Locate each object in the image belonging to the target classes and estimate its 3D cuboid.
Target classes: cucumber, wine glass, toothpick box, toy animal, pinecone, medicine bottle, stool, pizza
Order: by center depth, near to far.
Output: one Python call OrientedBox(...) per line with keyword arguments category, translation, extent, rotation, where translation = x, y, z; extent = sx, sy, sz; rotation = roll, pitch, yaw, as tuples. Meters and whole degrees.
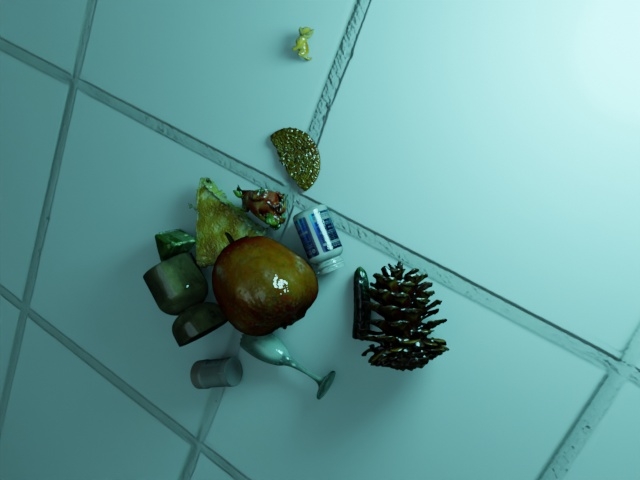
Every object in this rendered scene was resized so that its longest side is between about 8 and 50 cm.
OrientedBox(category="pinecone", translation=(0.210, 0.198, 1.411), extent=(0.246, 0.246, 0.292), rotation=(-13, 72, 28))
OrientedBox(category="toy animal", translation=(-0.038, -0.563, 1.513), extent=(0.081, 0.060, 0.083), rotation=(39, 112, -10))
OrientedBox(category="medicine bottle", translation=(0.000, 0.000, 1.547), extent=(0.107, 0.107, 0.191), rotation=(-23, 87, 28))
OrientedBox(category="cucumber", translation=(0.119, 0.182, 1.548), extent=(0.058, 0.052, 0.214), rotation=(12, 103, 61))
OrientedBox(category="wine glass", translation=(-0.067, 0.298, 1.669), extent=(0.310, 0.096, 0.264), rotation=(28, 86, 22))
OrientedBox(category="pizza", translation=(-0.315, -0.075, 1.718), extent=(0.280, 0.075, 0.287), rotation=(-18, 88, 24))
OrientedBox(category="stool", translation=(-0.446, 0.193, 1.760), extent=(0.179, 0.179, 0.264), rotation=(-35, 82, 27))
OrientedBox(category="toothpick box", translation=(-0.350, 0.446, 1.793), extent=(0.149, 0.098, 0.098), rotation=(-11, 92, 27))

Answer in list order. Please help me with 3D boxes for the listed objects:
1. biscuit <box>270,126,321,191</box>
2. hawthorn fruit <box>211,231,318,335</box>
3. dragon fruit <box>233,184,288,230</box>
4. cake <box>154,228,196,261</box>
OrientedBox(category="biscuit", translation=(-0.066, -0.257, 1.588), extent=(0.126, 0.025, 0.206), rotation=(-37, 81, 26))
OrientedBox(category="hawthorn fruit", translation=(-0.185, 0.108, 1.573), extent=(0.369, 0.285, 0.284), rotation=(49, 116, 25))
OrientedBox(category="dragon fruit", translation=(-0.164, -0.109, 1.599), extent=(0.142, 0.138, 0.175), rotation=(-23, 99, 5))
OrientedBox(category="cake", translation=(-0.464, 0.028, 1.728), extent=(0.235, 0.100, 0.099), rotation=(15, 116, 62))
